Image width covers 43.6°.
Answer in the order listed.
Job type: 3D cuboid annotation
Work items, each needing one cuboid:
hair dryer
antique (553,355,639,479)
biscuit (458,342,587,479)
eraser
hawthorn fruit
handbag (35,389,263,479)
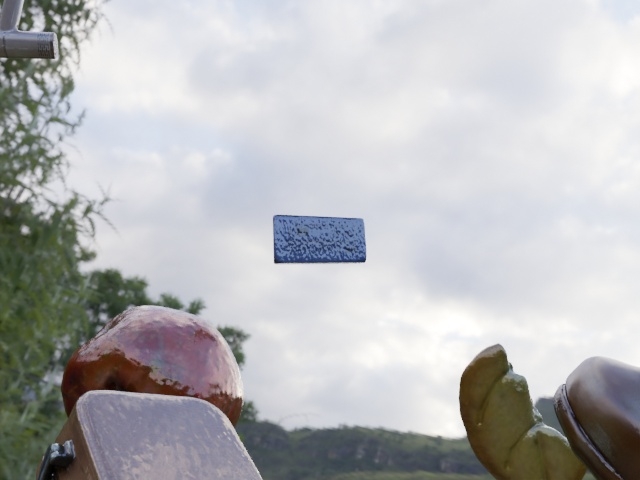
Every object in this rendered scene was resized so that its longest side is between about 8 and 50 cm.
[{"bbox_3d":[-0.599,-0.453,1.501,0.195,0.221,0.053,-1,5,-8],"label":"hair dryer"},{"bbox_3d":[0.404,0.248,0.926,0.278,0.129,0.223,42,19,11],"label":"antique"},{"bbox_3d":[0.331,0.330,1.370,0.299,0.154,0.045,51,4,-5],"label":"biscuit"},{"bbox_3d":[0.000,0.000,1.377,0.225,0.082,0.036,2,-5,-40],"label":"eraser"},{"bbox_3d":[-0.260,0.235,1.228,0.275,0.276,0.299,10,0,12],"label":"hawthorn fruit"},{"bbox_3d":[-0.098,0.183,0.509,0.151,0.072,0.193,19,22,-43],"label":"handbag"}]
